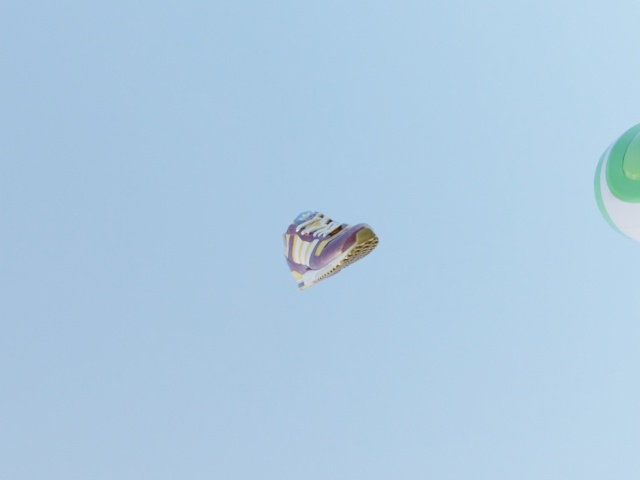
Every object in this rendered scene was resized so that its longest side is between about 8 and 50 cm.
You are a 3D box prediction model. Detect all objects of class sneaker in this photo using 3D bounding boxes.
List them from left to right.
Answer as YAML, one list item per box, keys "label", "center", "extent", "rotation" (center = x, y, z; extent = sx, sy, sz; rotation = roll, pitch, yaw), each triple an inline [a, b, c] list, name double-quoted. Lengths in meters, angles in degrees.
- label: "sneaker"
  center: [0.000, 0.000, 1.138]
  extent: [0.070, 0.185, 0.083]
  rotation: [-25, -95, -29]

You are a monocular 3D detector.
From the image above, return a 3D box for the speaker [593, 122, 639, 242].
- label: "speaker"
  center: [0.355, -0.063, 0.816]
  extent: [0.131, 0.296, 0.131]
  rotation: [1, -95, -16]
